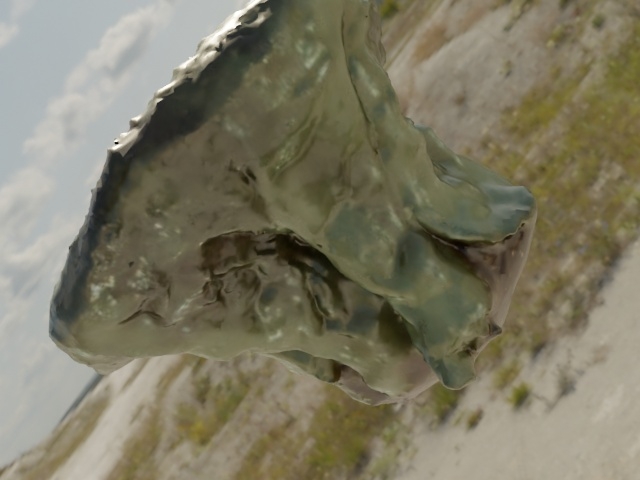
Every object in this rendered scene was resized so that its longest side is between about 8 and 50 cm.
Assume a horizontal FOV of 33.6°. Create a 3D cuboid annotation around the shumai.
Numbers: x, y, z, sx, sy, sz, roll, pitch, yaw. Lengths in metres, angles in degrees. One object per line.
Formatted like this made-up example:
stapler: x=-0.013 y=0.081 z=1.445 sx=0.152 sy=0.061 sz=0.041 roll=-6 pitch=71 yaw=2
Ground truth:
shumai: x=0.000 y=0.000 z=0.880 sx=0.397 sy=0.323 sz=0.324 roll=-54 pitch=0 yaw=2
